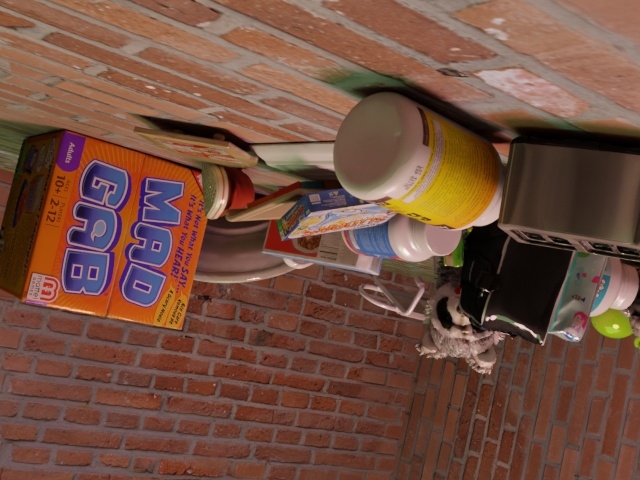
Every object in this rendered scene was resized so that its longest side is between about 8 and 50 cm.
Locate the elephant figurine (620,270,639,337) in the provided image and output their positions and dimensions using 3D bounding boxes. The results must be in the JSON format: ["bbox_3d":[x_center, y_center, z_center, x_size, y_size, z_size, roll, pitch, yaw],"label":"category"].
[{"bbox_3d":[0.702,0.106,1.562,0.186,0.169,0.239,-17,172,-26],"label":"elephant figurine"}]

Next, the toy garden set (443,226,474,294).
[{"bbox_3d":[0.309,0.052,1.503,0.049,0.204,0.244,-15,-168,-36],"label":"toy garden set"}]

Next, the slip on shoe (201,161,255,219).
[{"bbox_3d":[-0.180,-0.101,1.609,0.101,0.123,0.331,-2,180,-4],"label":"slip on shoe"}]

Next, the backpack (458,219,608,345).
[{"bbox_3d":[0.300,0.033,1.197,0.191,0.225,0.253,18,179,-6],"label":"backpack"}]

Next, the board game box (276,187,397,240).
[{"bbox_3d":[0.044,-0.050,1.344,0.201,0.035,0.136,-10,166,-26],"label":"board game box"}]

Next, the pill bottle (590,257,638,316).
[{"bbox_3d":[0.473,0.063,1.577,0.264,0.146,0.146,13,176,-13],"label":"pill bottle"}]

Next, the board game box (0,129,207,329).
[{"bbox_3d":[-0.503,-0.022,1.867,0.356,0.357,0.356,15,175,-32],"label":"board game box"}]

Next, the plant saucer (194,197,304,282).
[{"bbox_3d":[-0.201,-0.025,2.044,0.400,0.101,0.400,-3,-155,1],"label":"plant saucer"}]

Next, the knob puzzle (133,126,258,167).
[{"bbox_3d":[-0.191,-0.158,1.376,0.213,0.030,0.213,12,175,1],"label":"knob puzzle"}]

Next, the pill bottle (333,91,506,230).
[{"bbox_3d":[0.123,-0.079,0.915,0.215,0.117,0.117,17,174,-43],"label":"pill bottle"}]

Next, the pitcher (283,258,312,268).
[{"bbox_3d":[0.000,0.000,1.933,0.207,0.178,0.125,16,151,-28],"label":"pitcher"}]

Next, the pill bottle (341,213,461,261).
[{"bbox_3d":[0.148,-0.025,1.510,0.124,0.124,0.221,16,175,-35],"label":"pill bottle"}]

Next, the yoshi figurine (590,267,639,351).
[{"bbox_3d":[0.740,0.161,1.829,0.362,0.203,0.203,18,180,-27],"label":"yoshi figurine"}]

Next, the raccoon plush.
[{"bbox_3d":[0.372,0.136,1.792,0.216,0.299,0.446,9,175,36],"label":"raccoon plush"}]

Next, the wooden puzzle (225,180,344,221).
[{"bbox_3d":[-0.020,-0.073,1.465,0.221,0.044,0.238,-4,175,-42],"label":"wooden puzzle"}]

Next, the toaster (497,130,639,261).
[{"bbox_3d":[0.296,-0.046,0.903,0.168,0.110,0.185,9,175,26],"label":"toaster"}]

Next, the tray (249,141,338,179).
[{"bbox_3d":[0.013,-0.120,1.290,0.145,0.030,0.270,17,174,-37],"label":"tray"}]

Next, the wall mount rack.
[{"bbox_3d":[0.244,0.094,2.002,0.350,0.130,0.304,16,-160,-30],"label":"wall mount rack"}]

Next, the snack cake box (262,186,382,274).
[{"bbox_3d":[0.013,-0.023,1.741,0.264,0.152,0.089,9,175,39],"label":"snack cake box"}]
